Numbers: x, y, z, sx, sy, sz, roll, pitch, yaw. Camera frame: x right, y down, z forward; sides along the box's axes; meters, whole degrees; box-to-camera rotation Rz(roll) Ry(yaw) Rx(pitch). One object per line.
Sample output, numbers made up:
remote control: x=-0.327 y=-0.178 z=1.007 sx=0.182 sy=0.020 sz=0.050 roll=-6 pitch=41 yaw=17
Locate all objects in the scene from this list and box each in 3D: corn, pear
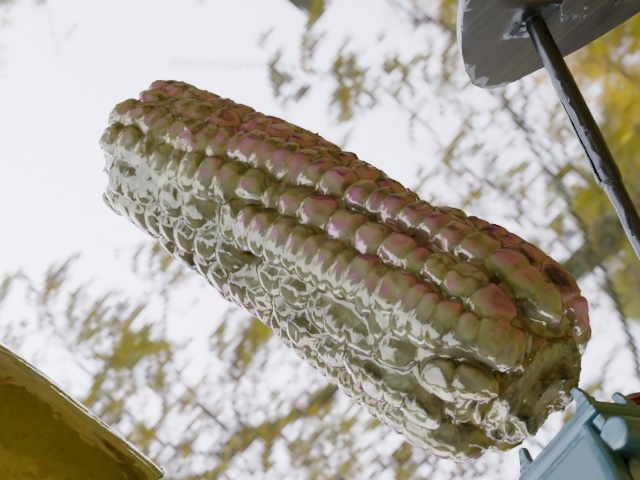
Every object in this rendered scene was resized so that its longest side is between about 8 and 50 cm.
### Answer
corn: x=0.001 y=0.000 z=0.870 sx=0.335 sy=0.126 sz=0.127 roll=34 pitch=-168 yaw=32
pear: x=-0.225 y=0.126 z=0.902 sx=0.178 sy=0.267 sz=0.267 roll=67 pitch=-159 yaw=3

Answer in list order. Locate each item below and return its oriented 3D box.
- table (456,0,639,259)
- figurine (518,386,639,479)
table: x=0.275 y=-0.152 z=1.175 sx=0.317 sy=0.317 sz=0.249 roll=13 pitch=-139 yaw=-56
figurine: x=0.126 y=0.121 z=0.565 sx=0.075 sy=0.068 sz=0.140 roll=8 pitch=-136 yaw=-39
